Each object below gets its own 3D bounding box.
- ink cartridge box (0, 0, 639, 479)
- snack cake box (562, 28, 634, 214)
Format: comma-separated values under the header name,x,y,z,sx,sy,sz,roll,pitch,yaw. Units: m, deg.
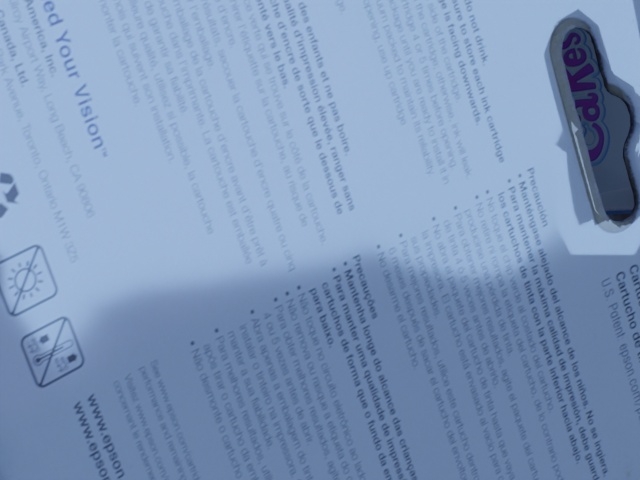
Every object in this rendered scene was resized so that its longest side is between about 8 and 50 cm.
name,x,y,z,sx,sy,sz,roll,pitch,yaw
ink cartridge box,0.000,0.000,0.472,0.224,0.045,0.223,-26,109,-25
snack cake box,0.177,-0.088,0.783,0.264,0.089,0.152,-2,88,-56
